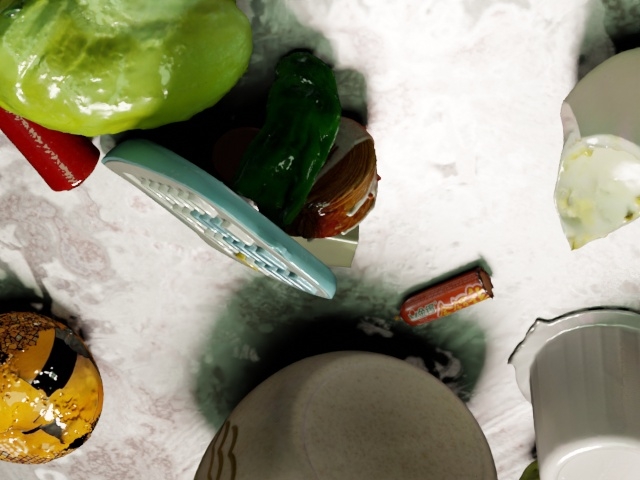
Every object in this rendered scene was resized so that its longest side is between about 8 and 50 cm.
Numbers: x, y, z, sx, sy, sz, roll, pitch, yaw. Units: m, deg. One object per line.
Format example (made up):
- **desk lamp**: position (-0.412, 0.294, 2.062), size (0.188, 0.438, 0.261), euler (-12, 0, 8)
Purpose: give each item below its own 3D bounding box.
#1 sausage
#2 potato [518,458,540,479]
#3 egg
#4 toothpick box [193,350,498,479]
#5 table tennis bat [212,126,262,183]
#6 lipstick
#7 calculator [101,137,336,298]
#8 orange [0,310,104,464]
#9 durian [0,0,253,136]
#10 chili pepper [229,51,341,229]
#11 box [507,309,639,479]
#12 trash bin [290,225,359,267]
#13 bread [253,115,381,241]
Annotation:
- **sausage**: position (0.160, 0.080, 1.691), size (0.145, 0.048, 0.050), euler (-23, 164, 26)
- **potato**: position (0.405, 0.396, 1.868), size (0.253, 0.148, 0.186), euler (21, 156, -30)
- **egg**: position (0.354, -0.124, 1.414), size (0.206, 0.161, 0.271), euler (-26, 168, -12)
- **toothpick box**: position (0.021, 0.386, 1.743), size (0.409, 0.409, 0.425), euler (21, 137, -12)
- **table tennis bat**: position (-0.066, -0.084, 1.585), size (0.155, 0.019, 0.098), euler (38, 124, -22)
- **lipstick**: position (-0.361, -0.162, 1.505), size (0.080, 0.080, 0.241), euler (-22, 126, 24)
- **calculator**: position (-0.117, -0.028, 1.461), size (0.256, 0.386, 0.054), euler (39, 84, -26)
- **orange**: position (-0.421, 0.210, 1.777), size (0.235, 0.182, 0.234), euler (-4, 139, -3)
- **durian**: position (-0.241, -0.227, 1.356), size (0.340, 0.204, 0.256), euler (35, 114, -24)
- **chili pepper**: position (-0.033, -0.114, 1.418), size (0.098, 0.224, 0.061), euler (22, 148, -11)
- **box**: position (0.411, 0.249, 1.709), size (0.291, 0.206, 0.262), euler (-13, 130, 20)
- **trash bin**: position (0.000, 0.000, 1.639), size (0.092, 0.043, 0.061), euler (9, 132, -7)
- **bread**: position (-0.005, -0.076, 1.492), size (0.161, 0.160, 0.073), euler (-3, 139, 9)
